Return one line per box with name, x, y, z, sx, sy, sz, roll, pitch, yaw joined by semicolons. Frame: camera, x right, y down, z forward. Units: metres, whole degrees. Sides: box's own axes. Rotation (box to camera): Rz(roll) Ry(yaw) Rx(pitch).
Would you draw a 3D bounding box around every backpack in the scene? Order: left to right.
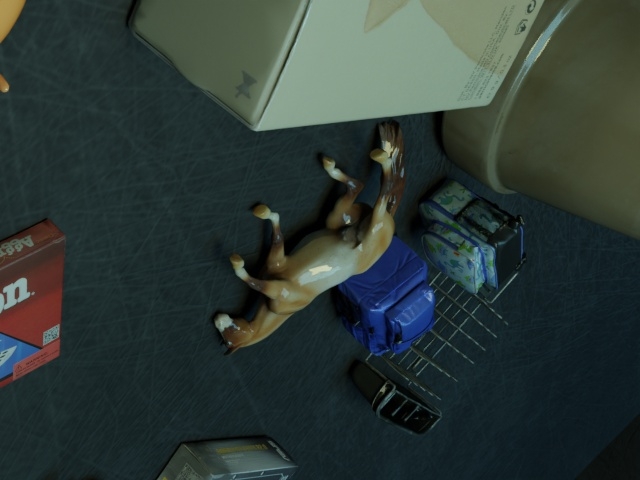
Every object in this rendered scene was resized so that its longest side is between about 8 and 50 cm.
backpack;0.072;0.074;1.565;0.098;0.101;0.120;-32;154;-18
backpack;0.158;-0.006;1.570;0.084;0.114;0.105;-41;151;-15

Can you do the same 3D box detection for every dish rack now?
dish rack;0.160;0.110;1.781;0.271;0.074;0.208;-50;155;1

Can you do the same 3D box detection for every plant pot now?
plant pot;0.331;-0.135;1.464;0.323;0.280;0.323;-39;152;-25

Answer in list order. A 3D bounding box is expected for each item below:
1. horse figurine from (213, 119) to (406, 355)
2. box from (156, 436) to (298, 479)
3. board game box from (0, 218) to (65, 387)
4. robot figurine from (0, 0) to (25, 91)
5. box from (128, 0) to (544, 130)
horse figurine;0.000;0.000;1.388;0.263;0.066;0.174;-39;147;-15
box;-0.148;0.328;1.614;0.231;0.056;0.183;-56;153;14
board game box;-0.313;0.096;1.069;0.281;0.027;0.145;-29;147;-35
robot figurine;-0.217;-0.152;0.652;0.128;0.219;0.158;-2;125;-54
box;0.023;-0.178;1.088;0.311;0.148;0.121;-13;136;-52
